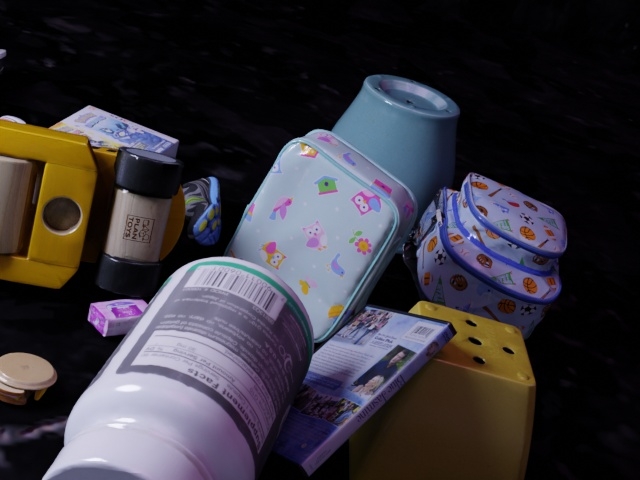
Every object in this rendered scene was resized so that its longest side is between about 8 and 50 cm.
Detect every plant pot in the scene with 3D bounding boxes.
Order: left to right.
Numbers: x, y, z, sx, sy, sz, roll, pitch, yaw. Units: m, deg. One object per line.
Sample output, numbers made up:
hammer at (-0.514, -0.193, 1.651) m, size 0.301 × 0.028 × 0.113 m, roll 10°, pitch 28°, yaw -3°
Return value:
plant pot at (0.131, -0.153, 2.043) m, size 0.271 × 0.255 × 0.271 m, roll 16°, pitch 25°, yaw -8°
plant pot at (0.164, 0.202, 1.423) m, size 0.212 × 0.187 × 0.212 m, roll 15°, pitch 25°, yaw -6°

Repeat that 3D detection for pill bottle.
pill bottle at (-0.146, 0.188, 1.198) m, size 0.204 × 0.204 × 0.361 m, roll 21°, pitch 33°, yaw 5°

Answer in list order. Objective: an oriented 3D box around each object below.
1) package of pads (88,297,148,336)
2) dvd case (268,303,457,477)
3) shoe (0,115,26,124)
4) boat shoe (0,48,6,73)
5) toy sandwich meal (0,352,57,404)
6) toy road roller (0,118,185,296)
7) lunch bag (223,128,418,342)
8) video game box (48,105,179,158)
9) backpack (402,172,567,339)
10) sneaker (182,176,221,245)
package of pads at (-0.265, 0.103, 1.509) m, size 0.083 × 0.032 × 0.050 m, roll -5°, pitch 30°, yaw -42°
dvd case at (0.023, 0.170, 1.339) m, size 0.253 × 0.022 × 0.180 m, roll -41°, pitch 23°, yaw -22°
shoe at (-0.508, -0.149, 1.817) m, size 0.081 × 0.063 × 0.178 m, roll -1°, pitch 35°, yaw -45°
boat shoe at (-0.640, -0.268, 1.941) m, size 0.114 × 0.091 × 0.302 m, roll 3°, pitch 22°, yaw 19°
toy sandwich meal at (-0.354, 0.164, 1.331) m, size 0.085 × 0.029 × 0.085 m, roll 16°, pitch 20°, yaw -6°
toy road roller at (-0.357, -0.055, 1.591) m, size 0.329 × 0.202 × 0.240 m, roll 10°, pitch 10°, yaw -17°
lunch bag at (0.000, 0.000, 1.622) m, size 0.224 × 0.279 × 0.108 m, roll 35°, pitch 28°, yaw 8°
video game box at (-0.371, -0.163, 1.963) m, size 0.187 × 0.048 × 0.205 m, roll 19°, pitch 25°, yaw 7°
backpack at (0.284, 0.036, 1.841) m, size 0.276 × 0.213 × 0.263 m, roll 20°, pitch 37°, yaw -5°
sneaker at (-0.203, -0.045, 1.836) m, size 0.078 × 0.067 × 0.188 m, roll -5°, pitch 29°, yaw -1°
